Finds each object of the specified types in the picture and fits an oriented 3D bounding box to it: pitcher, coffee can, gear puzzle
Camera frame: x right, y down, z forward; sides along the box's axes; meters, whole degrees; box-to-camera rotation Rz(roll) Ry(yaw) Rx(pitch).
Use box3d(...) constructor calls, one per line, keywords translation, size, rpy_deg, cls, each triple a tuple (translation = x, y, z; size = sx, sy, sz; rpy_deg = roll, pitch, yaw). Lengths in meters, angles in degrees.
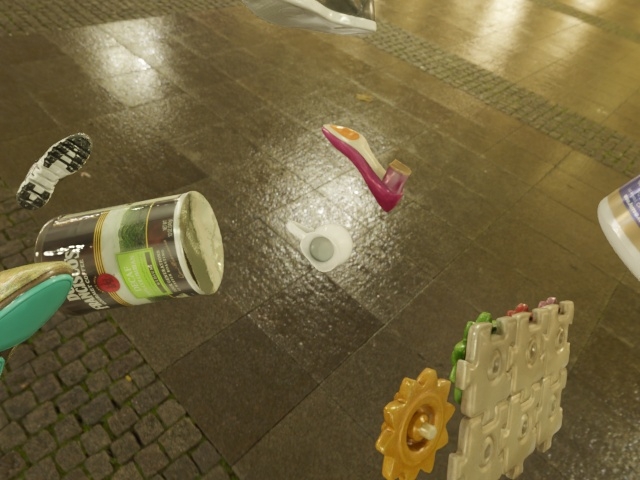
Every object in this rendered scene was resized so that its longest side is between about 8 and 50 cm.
box3d(translation=(0.000, 0.000, 1.191), size=(0.177, 0.125, 0.207), rpy_deg=(42, 14, 8), cls="pitcher")
box3d(translation=(-0.354, 0.025, 0.832), size=(0.275, 0.202, 0.202), rpy_deg=(-10, 46, 6), cls="coffee can")
box3d(translation=(0.160, 0.151, 0.415), size=(0.338, 0.176, 0.044), rpy_deg=(0, 5, -43), cls="gear puzzle")

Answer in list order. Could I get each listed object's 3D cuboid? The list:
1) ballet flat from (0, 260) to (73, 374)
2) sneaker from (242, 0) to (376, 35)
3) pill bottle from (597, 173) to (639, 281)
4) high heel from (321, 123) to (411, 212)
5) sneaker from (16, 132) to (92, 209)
box3d(translation=(-0.465, 0.124, 0.578), size=(0.123, 0.348, 0.123), rpy_deg=(37, 20, -16), cls="ballet flat")
box3d(translation=(-0.013, -0.439, 0.711), size=(0.104, 0.147, 0.295), rpy_deg=(14, 21, 43), cls="sneaker")
box3d(translation=(0.410, -0.054, 0.369), size=(0.153, 0.265, 0.153), rpy_deg=(22, 44, -23), cls="pill bottle")
box3d(translation=(0.089, -0.170, 0.989), size=(0.244, 0.117, 0.082), rpy_deg=(33, 40, 13), cls="high heel")
box3d(translation=(-0.667, -0.188, 1.072), size=(0.234, 0.078, 0.106), rpy_deg=(-46, 43, 3), cls="sneaker")
